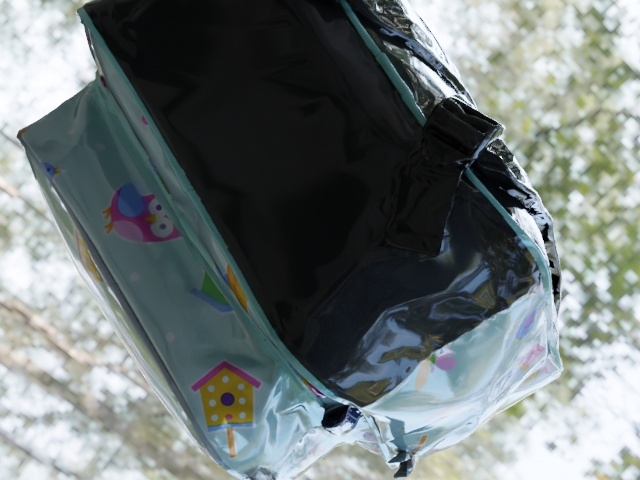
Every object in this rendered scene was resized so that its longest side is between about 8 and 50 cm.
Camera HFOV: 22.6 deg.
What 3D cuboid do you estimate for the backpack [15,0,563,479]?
[{"bbox_3d":[0.000,0.000,0.535,0.144,0.188,0.166,-39,-112,6],"label":"backpack"}]
